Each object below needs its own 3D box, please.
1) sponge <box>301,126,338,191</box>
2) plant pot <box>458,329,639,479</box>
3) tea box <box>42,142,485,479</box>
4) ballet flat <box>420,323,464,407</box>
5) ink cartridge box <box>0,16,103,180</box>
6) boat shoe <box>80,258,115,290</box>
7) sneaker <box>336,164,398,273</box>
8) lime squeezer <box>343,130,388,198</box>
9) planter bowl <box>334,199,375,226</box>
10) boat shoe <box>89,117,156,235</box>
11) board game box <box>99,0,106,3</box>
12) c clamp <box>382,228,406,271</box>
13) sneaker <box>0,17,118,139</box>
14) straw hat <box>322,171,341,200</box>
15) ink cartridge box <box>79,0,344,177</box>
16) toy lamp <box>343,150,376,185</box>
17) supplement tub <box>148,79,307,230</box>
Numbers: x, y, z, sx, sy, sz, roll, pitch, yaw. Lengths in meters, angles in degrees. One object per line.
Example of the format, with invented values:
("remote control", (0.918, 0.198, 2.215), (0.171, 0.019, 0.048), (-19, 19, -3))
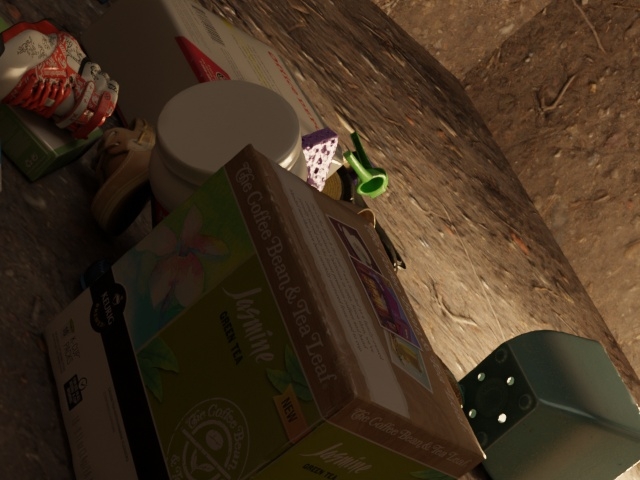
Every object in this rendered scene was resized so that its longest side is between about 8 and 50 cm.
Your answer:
("sponge", (-0.064, -0.098, 1.959), (0.210, 0.117, 0.031), (-22, 52, -41))
("plant pot", (0.370, 0.298, 2.178), (0.252, 0.248, 0.247), (26, 30, -38))
("tea box", (-0.070, 0.148, 1.259), (0.220, 0.323, 0.329), (32, 25, -45))
("ballet flat", (0.168, 0.212, 2.156), (0.067, 0.073, 0.206), (-8, 53, -38))
("ink cartridge box", (-0.394, -0.193, 1.598), (0.235, 0.056, 0.171), (47, 18, -4))
("boat shoe", (-0.169, 0.091, 1.515), (0.258, 0.089, 0.109), (37, 22, -35))
("sneaker", (0.050, -0.037, 2.312), (0.286, 0.109, 0.130), (63, 12, 11))
("lime squeezer", (0.083, -0.127, 2.222), (0.310, 0.059, 0.109), (-67, 145, -78))
("planter bowl", (0.000, 0.000, 2.036), (0.109, 0.162, 0.162), (27, 10, 21))
("boat shoe", (-0.257, -0.094, 1.664), (0.098, 0.109, 0.302), (36, 20, -5))
("board game box", (-0.425, -0.585, 2.254), (0.302, 0.086, 0.308), (46, 18, -11))
("c clamp", (0.111, -0.006, 2.505), (0.160, 0.022, 0.137), (57, 14, 25))
("sneaker", (-0.324, -0.184, 1.513), (0.145, 0.090, 0.270), (45, 15, -7))
("straw hat", (-0.035, -0.089, 2.236), (0.144, 0.144, 0.061), (54, -24, 12))
("ink cartridge box", (-0.164, -0.219, 2.030), (0.385, 0.160, 0.279), (19, 36, -59))
("toy lamp", (0.017, -0.180, 2.534), (0.275, 0.080, 0.080), (32, 25, -38))
("supplement tub", (-0.114, -0.041, 1.560), (0.272, 0.191, 0.191), (94, -21, -47))
